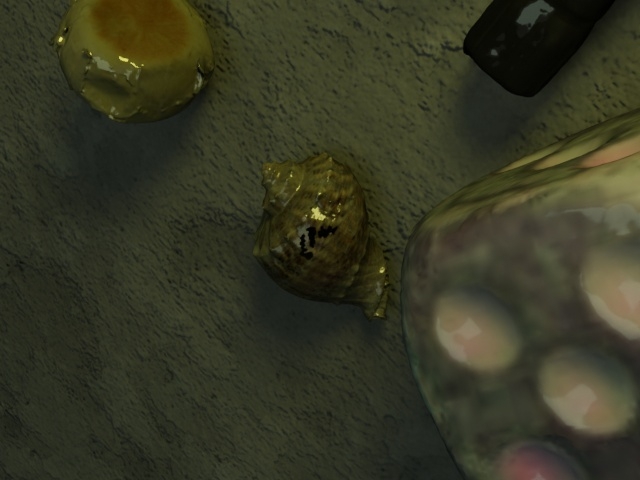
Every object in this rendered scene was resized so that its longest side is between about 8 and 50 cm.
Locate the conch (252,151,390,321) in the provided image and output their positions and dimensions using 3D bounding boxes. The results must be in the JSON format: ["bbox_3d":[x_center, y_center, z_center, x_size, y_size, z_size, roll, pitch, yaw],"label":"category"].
[{"bbox_3d":[0.000,0.000,0.990,0.207,0.130,0.155,48,167,-21],"label":"conch"}]

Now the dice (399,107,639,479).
[{"bbox_3d":[0.242,0.054,0.717,0.271,0.270,0.270,-20,98,39],"label":"dice"}]

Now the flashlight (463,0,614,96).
[{"bbox_3d":[0.251,-0.270,0.684,0.103,0.103,0.424,47,130,8],"label":"flashlight"}]

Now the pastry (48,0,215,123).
[{"bbox_3d":[-0.189,-0.199,0.979,0.166,0.166,0.088,49,142,6],"label":"pastry"}]
